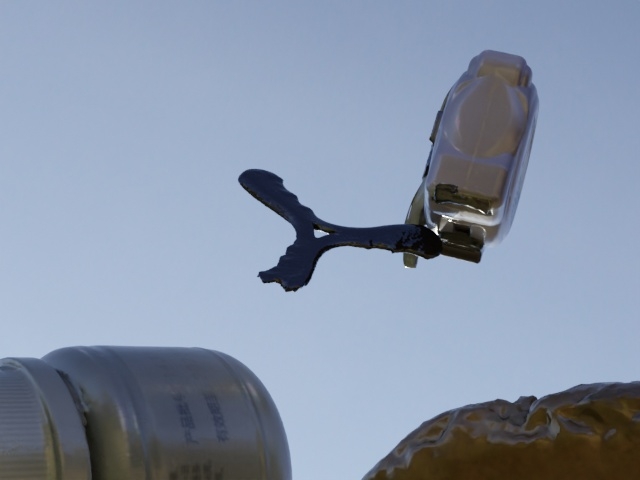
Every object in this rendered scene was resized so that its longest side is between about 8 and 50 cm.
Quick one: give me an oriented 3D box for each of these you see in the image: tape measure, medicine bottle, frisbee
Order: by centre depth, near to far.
[{"bbox_3d":[-0.205,0.212,1.181,0.306,0.245,0.245,5,-48,-36],"label":"medicine bottle"},{"bbox_3d":[0.000,0.000,1.262,0.211,0.187,0.012,19,-58,10],"label":"frisbee"},{"bbox_3d":[0.147,-0.077,1.340,0.105,0.196,0.178,12,-33,10],"label":"tape measure"}]

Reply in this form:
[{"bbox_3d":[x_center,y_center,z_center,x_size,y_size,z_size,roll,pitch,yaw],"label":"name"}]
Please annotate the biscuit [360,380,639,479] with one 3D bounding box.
[{"bbox_3d":[0.104,0.143,0.433,0.226,0.042,0.226,5,-73,16],"label":"biscuit"}]
